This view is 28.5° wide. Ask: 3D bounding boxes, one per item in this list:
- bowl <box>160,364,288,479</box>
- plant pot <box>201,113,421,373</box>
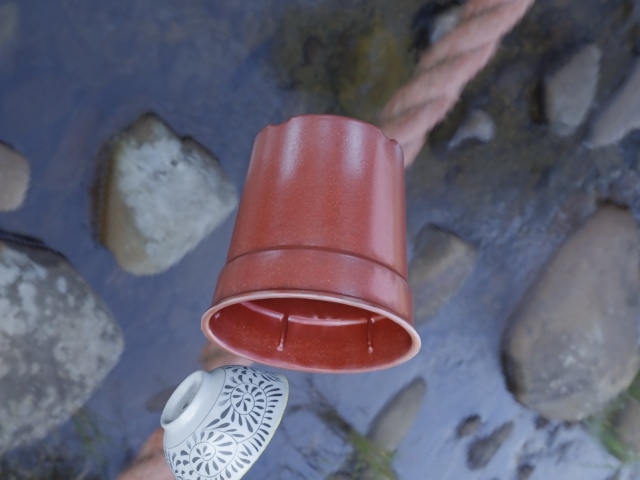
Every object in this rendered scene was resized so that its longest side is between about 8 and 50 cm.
[{"bbox_3d":[-0.119,0.192,1.365,0.080,0.170,0.170,40,85,-19],"label":"bowl"},{"bbox_3d":[0.000,0.000,1.605,0.272,0.272,0.265,43,47,-53],"label":"plant pot"}]
